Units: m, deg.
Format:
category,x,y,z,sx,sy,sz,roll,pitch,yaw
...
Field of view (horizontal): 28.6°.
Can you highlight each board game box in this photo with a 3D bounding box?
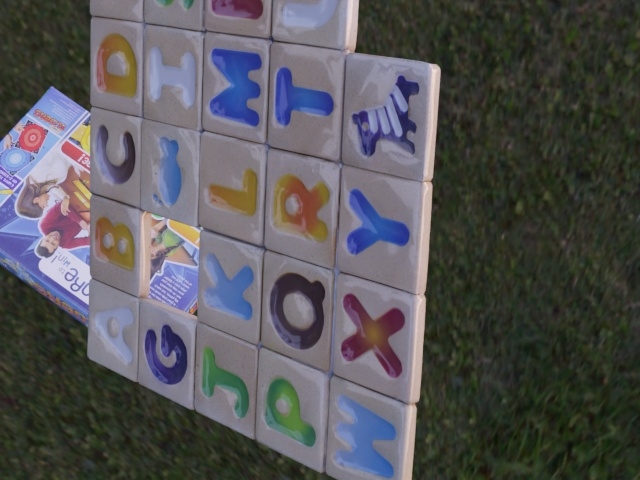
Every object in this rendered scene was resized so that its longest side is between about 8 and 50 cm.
category,x,y,z,sx,sy,sz,roll,pitch,yaw
board game box,-0.172,-0.012,0.971,0.201,0.035,0.136,35,68,9

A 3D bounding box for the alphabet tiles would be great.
category,x,y,z,sx,sy,sz,roll,pitch,yaw
alphabet tiles,-0.032,-0.039,0.484,0.198,0.009,0.237,17,110,44
